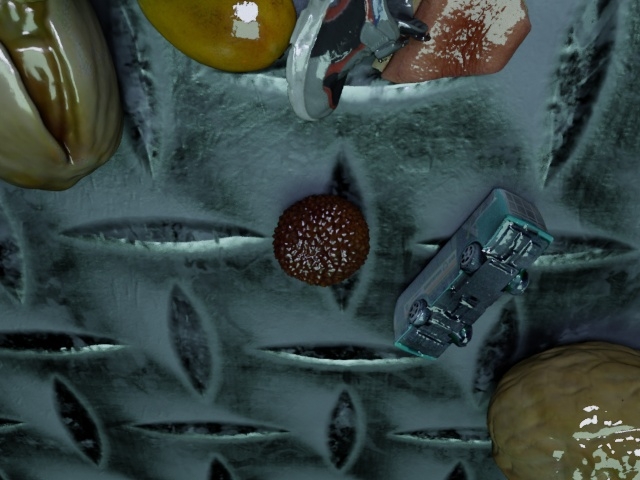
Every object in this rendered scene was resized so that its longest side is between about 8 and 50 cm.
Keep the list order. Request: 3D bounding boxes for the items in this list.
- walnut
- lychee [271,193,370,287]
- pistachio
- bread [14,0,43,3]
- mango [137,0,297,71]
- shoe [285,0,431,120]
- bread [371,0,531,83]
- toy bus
[{"bbox_3d":[0.414,0.295,0.998,0.312,0.252,0.277,-17,141,23],"label":"walnut"},{"bbox_3d":[-0.002,0.002,0.834,0.123,0.129,0.123,27,136,30],"label":"lychee"},{"bbox_3d":[-0.305,-0.182,0.663,0.166,0.197,0.288,-30,126,-28],"label":"pistachio"},{"bbox_3d":[-0.140,-0.295,0.463,0.252,0.196,0.239,-25,144,-26],"label":"bread"},{"bbox_3d":[-0.104,-0.227,0.651,0.163,0.089,0.111,8,122,8],"label":"mango"},{"bbox_3d":[0.047,-0.210,0.634,0.125,0.099,0.228,21,128,5],"label":"shoe"},{"bbox_3d":[0.144,-0.225,0.652,0.119,0.067,0.192,28,128,-9],"label":"bread"},{"bbox_3d":[0.194,0.053,0.879,0.091,0.109,0.262,25,127,-17],"label":"toy bus"}]
